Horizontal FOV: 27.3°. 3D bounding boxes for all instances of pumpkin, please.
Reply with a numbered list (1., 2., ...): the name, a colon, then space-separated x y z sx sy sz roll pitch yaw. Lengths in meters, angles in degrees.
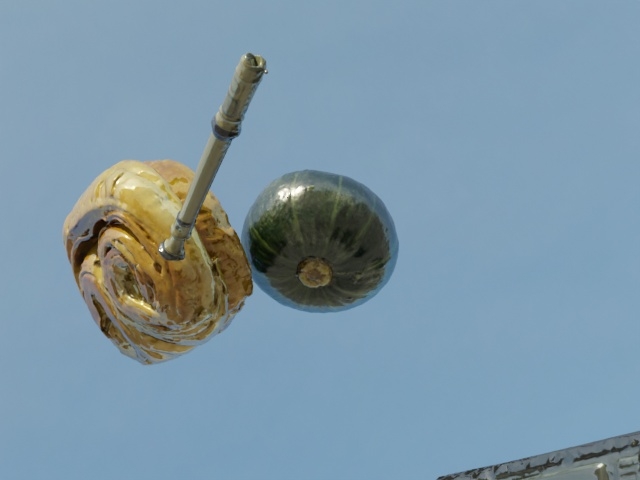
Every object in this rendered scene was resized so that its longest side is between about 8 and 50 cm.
1. pumpkin: -0.001 0.003 1.385 0.167 0.125 0.167 -1 -64 -1

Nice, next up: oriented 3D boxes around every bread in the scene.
1. bread: -0.169 0.020 1.314 0.120 0.236 0.198 -27 -93 -32

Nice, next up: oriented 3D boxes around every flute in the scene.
1. flute: -0.091 -0.064 1.080 0.027 0.027 0.233 11 -44 -18

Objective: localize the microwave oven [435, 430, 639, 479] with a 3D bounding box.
1. microwave oven: 0.219 0.242 0.999 0.178 0.188 0.247 11 -23 -37
